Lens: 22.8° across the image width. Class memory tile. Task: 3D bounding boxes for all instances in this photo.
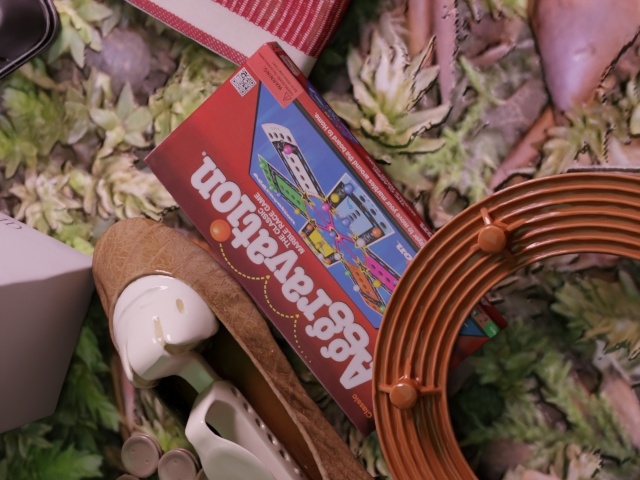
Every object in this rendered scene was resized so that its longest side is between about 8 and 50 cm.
[{"bbox_3d":[-0.110,0.230,1.317,0.148,0.012,0.113,19,103,21],"label":"memory tile"}]

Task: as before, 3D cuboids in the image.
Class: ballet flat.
[{"bbox_3d":[-0.082,0.121,1.231,0.116,0.124,0.342,-40,80,20],"label":"ballet flat"}]

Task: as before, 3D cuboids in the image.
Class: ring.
[{"bbox_3d":[0.195,0.118,1.144,0.336,0.032,0.336,3,100,18],"label":"ring"}]

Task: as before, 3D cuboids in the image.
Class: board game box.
[{"bbox_3d":[0.000,0.000,1.222,0.145,0.027,0.281,-41,84,23],"label":"board game box"}]

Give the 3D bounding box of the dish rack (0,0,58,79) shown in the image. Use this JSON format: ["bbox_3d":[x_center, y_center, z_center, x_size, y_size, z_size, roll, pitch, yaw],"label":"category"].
[{"bbox_3d":[-0.364,-0.244,1.345,0.208,0.074,0.271,-28,83,22],"label":"dish rack"}]

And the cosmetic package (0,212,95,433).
[{"bbox_3d":[-0.365,0.064,1.207,0.217,0.385,0.156,24,106,17],"label":"cosmetic package"}]

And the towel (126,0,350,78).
[{"bbox_3d":[-0.041,-0.308,1.216,0.237,0.037,0.329,32,109,15],"label":"towel"}]
